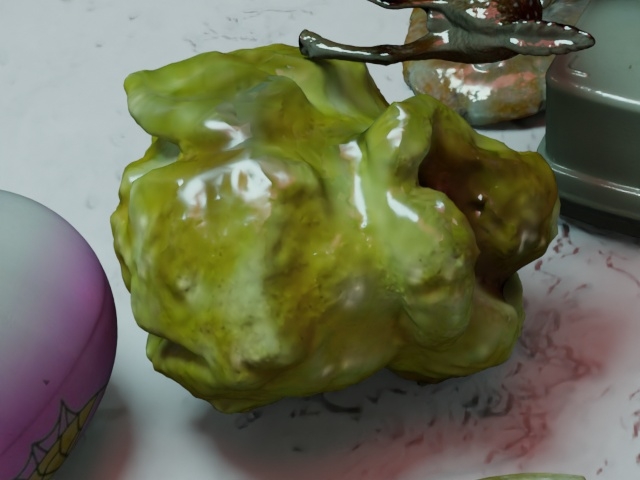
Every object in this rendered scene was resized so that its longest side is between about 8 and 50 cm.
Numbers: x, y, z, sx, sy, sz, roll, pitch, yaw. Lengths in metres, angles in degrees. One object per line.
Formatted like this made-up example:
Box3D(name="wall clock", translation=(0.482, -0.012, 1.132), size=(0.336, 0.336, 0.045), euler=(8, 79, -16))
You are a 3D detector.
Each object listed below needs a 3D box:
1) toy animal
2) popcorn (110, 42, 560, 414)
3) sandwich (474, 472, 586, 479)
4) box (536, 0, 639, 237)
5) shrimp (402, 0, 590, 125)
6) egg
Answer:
Box3D(name="toy animal", translation=(0.122, -0.169, 1.261), size=(0.260, 0.087, 0.243), euler=(1, 39, 4))
Box3D(name="popcorn", translation=(0.003, -0.002, 1.223), size=(0.276, 0.225, 0.276), euler=(-7, 47, 8))
Box3D(name="sandwich", translation=(0.060, 0.257, 1.049), size=(0.249, 0.095, 0.273), euler=(-6, 44, -1))
Box3D(name="box", translation=(0.244, -0.108, 1.354), size=(0.148, 0.129, 0.210), euler=(17, 49, 23))
Box3D(name="shrimp", translation=(0.168, -0.207, 1.520), size=(0.164, 0.062, 0.317), euler=(12, 53, 15))
Box3D(name="egg", translation=(-0.243, 0.088, 1.201), size=(0.196, 0.196, 0.271), euler=(30, 63, 33))
